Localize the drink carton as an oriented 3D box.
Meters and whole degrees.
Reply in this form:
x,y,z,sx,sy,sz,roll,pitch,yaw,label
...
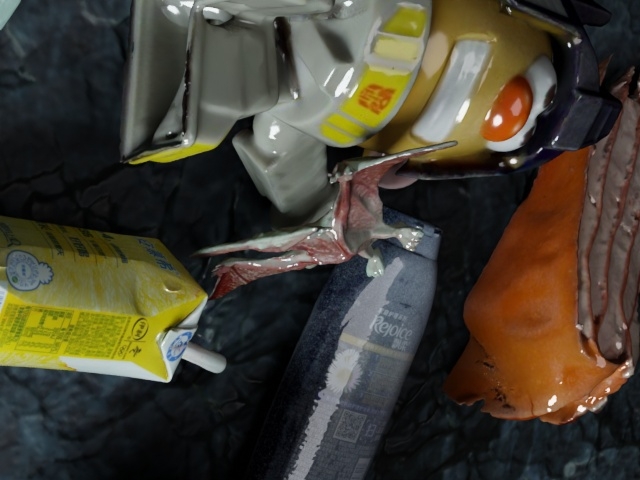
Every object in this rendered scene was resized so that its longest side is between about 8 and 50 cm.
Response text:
x,y,z,sx,sy,sz,roll,pitch,yaw,label
-0.121,0.035,0.728,0.200,0.084,0.074,9,112,-41,drink carton

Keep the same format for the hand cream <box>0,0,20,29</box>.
x,y,z,sx,sy,sz,roll,pitch,yaw,label
-0.112,-0.263,0.650,0.109,0.067,0.321,32,94,-42,hand cream

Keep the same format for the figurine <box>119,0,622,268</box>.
x,y,z,sx,sy,sz,roll,pitch,yaw,label
0.041,-0.112,0.753,0.308,0.143,0.308,-14,156,-6,figurine

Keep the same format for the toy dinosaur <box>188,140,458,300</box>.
x,y,z,sx,sy,sz,roll,pitch,yaw,label
0.000,-0.001,0.752,0.108,0.032,0.220,6,148,-44,toy dinosaur

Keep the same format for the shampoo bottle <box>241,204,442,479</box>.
x,y,z,sx,sy,sz,roll,pitch,yaw,label
0.016,0.092,0.876,0.087,0.049,0.234,19,95,-39,shampoo bottle

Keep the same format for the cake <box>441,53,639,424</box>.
x,y,z,sx,sy,sz,roll,pitch,yaw,label
0.192,-0.001,0.946,0.098,0.135,0.287,28,80,-27,cake
